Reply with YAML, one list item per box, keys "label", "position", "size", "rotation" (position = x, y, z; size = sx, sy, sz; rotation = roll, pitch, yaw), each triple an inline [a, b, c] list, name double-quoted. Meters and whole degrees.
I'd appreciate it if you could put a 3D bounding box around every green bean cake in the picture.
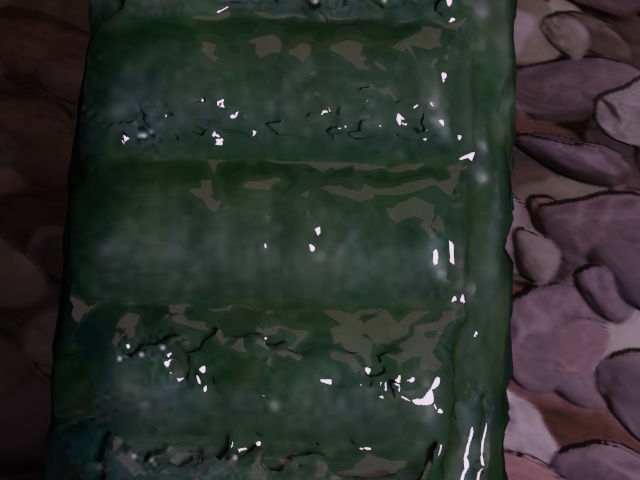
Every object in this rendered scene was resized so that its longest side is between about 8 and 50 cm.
- label: "green bean cake"
  position: [0.000, 0.000, 0.734]
  size: [0.169, 0.300, 0.308]
  rotation: [4, -1, 4]
